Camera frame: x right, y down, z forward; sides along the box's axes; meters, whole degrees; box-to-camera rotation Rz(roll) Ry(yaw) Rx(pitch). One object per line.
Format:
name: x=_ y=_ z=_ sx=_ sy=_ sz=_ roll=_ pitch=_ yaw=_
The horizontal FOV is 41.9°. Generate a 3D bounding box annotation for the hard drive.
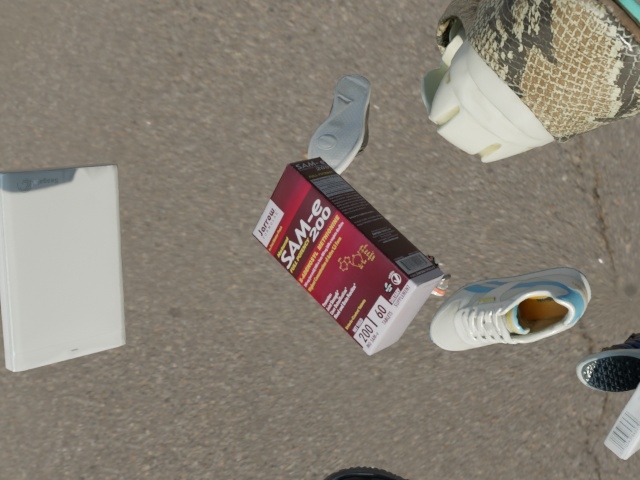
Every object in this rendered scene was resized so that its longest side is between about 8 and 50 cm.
hard drive: x=-0.412 y=0.037 z=1.337 sx=0.040 sy=0.203 sz=0.308 roll=10 pitch=105 yaw=43

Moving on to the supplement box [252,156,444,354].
supplement box: x=0.030 y=0.016 z=1.090 sx=0.239 sy=0.073 sz=0.130 roll=44 pitch=125 yaw=23

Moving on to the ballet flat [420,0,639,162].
ballet flat: x=0.180 y=-0.169 z=0.808 sx=0.182 sy=0.483 sz=0.164 roll=-41 pitch=103 yaw=16

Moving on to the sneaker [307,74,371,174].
sneaker: x=0.048 y=-0.199 z=1.748 sx=0.104 sy=0.147 sz=0.296 roll=10 pitch=52 yaw=11

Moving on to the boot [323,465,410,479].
boot: x=0.189 y=0.704 z=1.863 sx=0.366 sy=0.445 sz=0.146 roll=10 pitch=109 yaw=-9

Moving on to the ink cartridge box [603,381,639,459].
ink cartridge box: x=0.541 y=0.203 z=1.253 sx=0.045 sy=0.224 sz=0.223 roll=41 pitch=130 yaw=34

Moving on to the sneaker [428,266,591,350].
sneaker: x=0.242 y=0.098 z=1.119 sx=0.228 sy=0.092 sz=0.087 roll=-23 pitch=97 yaw=31

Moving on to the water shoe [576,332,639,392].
water shoe: x=0.507 y=0.192 z=1.349 sx=0.203 sy=0.080 sz=0.073 roll=-8 pitch=109 yaw=0

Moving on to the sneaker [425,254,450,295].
sneaker: x=0.219 y=0.051 z=1.799 sx=0.158 sy=0.061 sz=0.065 roll=39 pitch=114 yaw=22
